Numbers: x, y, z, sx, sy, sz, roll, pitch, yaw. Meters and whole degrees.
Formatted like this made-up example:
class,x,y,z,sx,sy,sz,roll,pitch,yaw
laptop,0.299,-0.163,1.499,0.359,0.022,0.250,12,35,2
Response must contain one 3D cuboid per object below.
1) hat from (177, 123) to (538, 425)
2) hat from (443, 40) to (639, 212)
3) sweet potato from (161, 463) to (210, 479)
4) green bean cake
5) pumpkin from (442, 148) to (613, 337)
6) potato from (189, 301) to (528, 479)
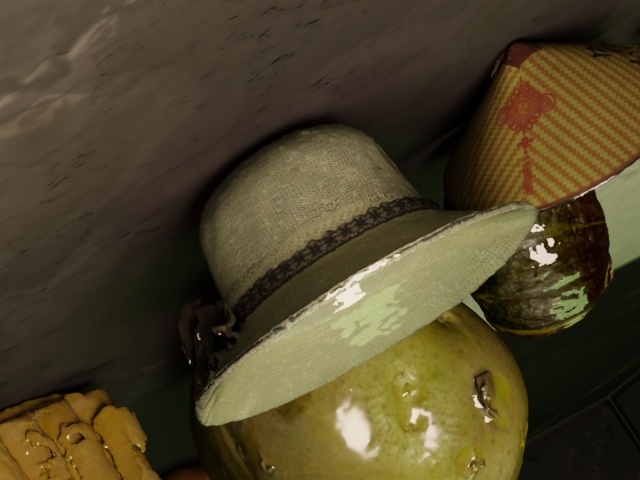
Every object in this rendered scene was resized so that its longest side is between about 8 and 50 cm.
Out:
class,x,y,z,sx,sy,sz,roll,pitch,yaw
hat,0.000,0.000,1.207,0.257,0.130,0.257,-30,166,-8
hat,0.154,-0.105,1.315,0.193,0.082,0.193,-26,-155,14
sweet potato,-0.128,0.259,2.013,0.202,0.058,0.055,-20,120,-54
green bean cake,-0.252,0.224,1.433,0.224,0.131,0.230,-18,161,-50
pumpkin,0.150,-0.029,1.412,0.119,0.183,0.107,-15,141,17
potato,0.024,0.143,1.496,0.219,0.270,0.359,-55,-179,-19
